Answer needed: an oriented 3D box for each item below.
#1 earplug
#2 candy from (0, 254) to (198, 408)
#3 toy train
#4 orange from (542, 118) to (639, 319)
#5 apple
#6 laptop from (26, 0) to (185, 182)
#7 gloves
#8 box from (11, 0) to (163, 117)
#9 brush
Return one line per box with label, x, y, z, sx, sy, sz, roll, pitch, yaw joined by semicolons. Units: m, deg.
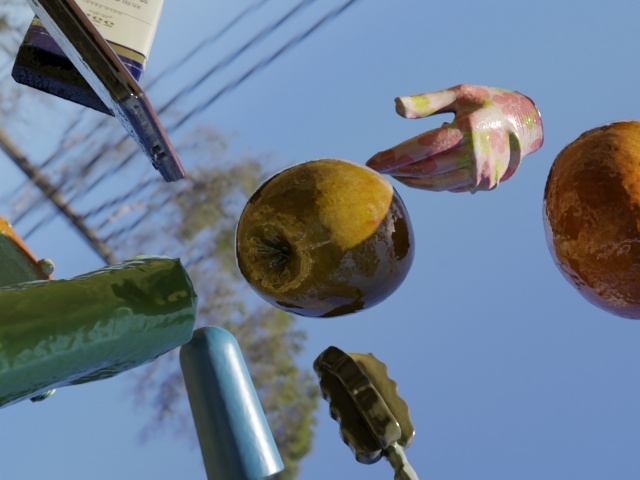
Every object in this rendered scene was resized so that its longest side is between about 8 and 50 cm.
earplug;-0.164;0.278;2.392;0.132;0.273;0.132;-17;176;-1
candy;-0.292;0.096;1.462;0.343;0.132;0.142;-14;152;-36
toy train;-0.439;0.085;1.938;0.177;0.285;0.116;-39;-177;1
orange;0.330;-0.019;1.486;0.170;0.224;0.224;-52;-174;45
apple;0.000;0.000;1.462;0.155;0.183;0.182;-11;171;-45
laptop;-0.180;-0.144;1.075;0.026;0.207;0.154;-35;157;-8
gloves;0.178;-0.128;1.895;0.241;0.145;0.126;-25;-134;-25
box;-0.315;-0.279;1.934;0.259;0.168;0.071;-84;-163;-53
brush;0.086;0.239;1.491;0.071;0.084;0.301;-47;-124;30
